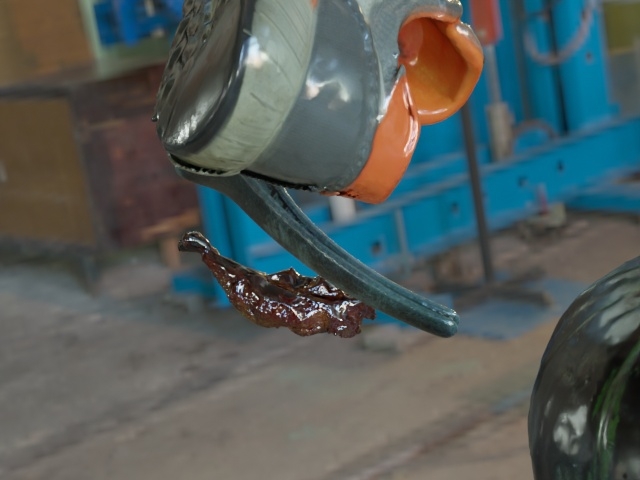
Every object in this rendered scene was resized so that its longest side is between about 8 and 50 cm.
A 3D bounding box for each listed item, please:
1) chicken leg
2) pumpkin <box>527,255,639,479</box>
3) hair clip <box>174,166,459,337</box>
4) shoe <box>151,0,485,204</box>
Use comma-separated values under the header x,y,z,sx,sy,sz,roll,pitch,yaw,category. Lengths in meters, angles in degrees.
x,y,z,sx,sy,sz,roll,pitch,yaw,category
-0.044,0.052,1.772,0.219,0.048,0.089,13,54,-12,chicken leg
0.284,0.102,1.132,0.315,0.238,0.315,-15,21,6,pumpkin
0.000,0.000,1.173,0.070,0.039,0.229,-33,63,-31,hair clip
0.016,-0.140,0.971,0.171,0.132,0.336,25,38,-17,shoe
